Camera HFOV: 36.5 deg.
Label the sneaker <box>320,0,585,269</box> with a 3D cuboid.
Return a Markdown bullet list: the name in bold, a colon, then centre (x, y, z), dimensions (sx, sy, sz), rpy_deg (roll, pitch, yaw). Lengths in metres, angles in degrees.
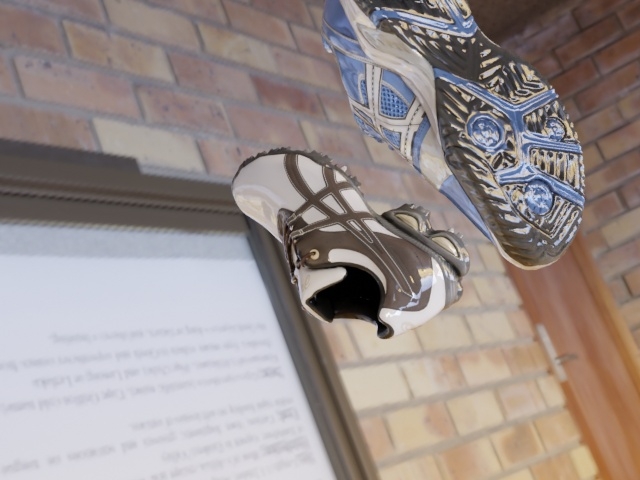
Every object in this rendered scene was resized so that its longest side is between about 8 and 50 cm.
- **sneaker**: centre (0.071, -0.073, 0.545), dimensions (0.080, 0.211, 0.081), rpy_deg (-22, 163, -27)

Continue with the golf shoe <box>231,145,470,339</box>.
- **golf shoe**: centre (0.000, 0.000, 0.658), dimensions (0.094, 0.198, 0.077), rpy_deg (-40, 140, -34)
